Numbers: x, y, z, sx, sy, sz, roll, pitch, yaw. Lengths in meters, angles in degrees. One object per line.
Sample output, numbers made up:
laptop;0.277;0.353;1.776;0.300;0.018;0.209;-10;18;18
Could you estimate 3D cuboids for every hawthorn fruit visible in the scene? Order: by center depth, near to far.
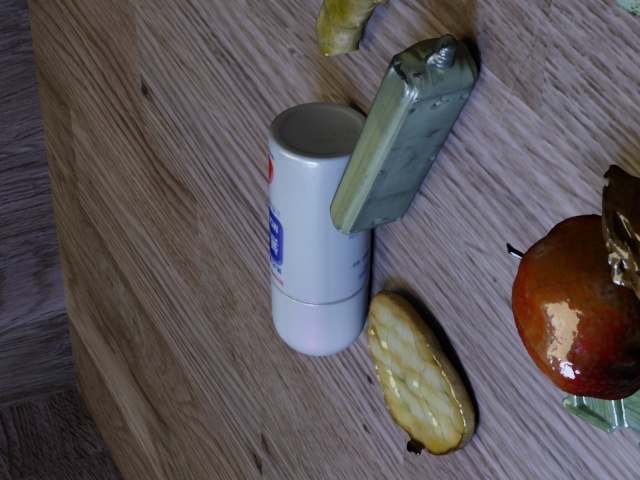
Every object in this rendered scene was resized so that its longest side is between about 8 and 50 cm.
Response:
hawthorn fruit;0.230;0.049;1.444;0.194;0.157;0.157;42;144;45

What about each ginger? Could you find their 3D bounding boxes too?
ginger;0.049;-0.280;1.815;0.299;0.065;0.118;131;134;-65

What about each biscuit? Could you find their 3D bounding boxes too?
biscuit;0.121;0.170;2.015;0.260;0.041;0.203;-141;43;-57

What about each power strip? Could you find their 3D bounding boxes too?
power strip;0.088;-0.116;1.797;0.066;0.092;0.387;64;158;19

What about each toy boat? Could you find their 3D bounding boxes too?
toy boat;0.309;0.155;1.469;0.293;0.055;0.093;-155;52;-65

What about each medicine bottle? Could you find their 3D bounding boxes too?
medicine bottle;0.000;0.000;2.070;0.130;0.130;0.341;-127;28;-45

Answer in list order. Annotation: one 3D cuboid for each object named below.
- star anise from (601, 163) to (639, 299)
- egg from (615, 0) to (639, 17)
star anise;0.324;0.070;1.232;0.237;0.148;0.346;95;162;-51
egg;0.257;-0.224;1.272;0.085;0.085;0.110;146;118;-69
